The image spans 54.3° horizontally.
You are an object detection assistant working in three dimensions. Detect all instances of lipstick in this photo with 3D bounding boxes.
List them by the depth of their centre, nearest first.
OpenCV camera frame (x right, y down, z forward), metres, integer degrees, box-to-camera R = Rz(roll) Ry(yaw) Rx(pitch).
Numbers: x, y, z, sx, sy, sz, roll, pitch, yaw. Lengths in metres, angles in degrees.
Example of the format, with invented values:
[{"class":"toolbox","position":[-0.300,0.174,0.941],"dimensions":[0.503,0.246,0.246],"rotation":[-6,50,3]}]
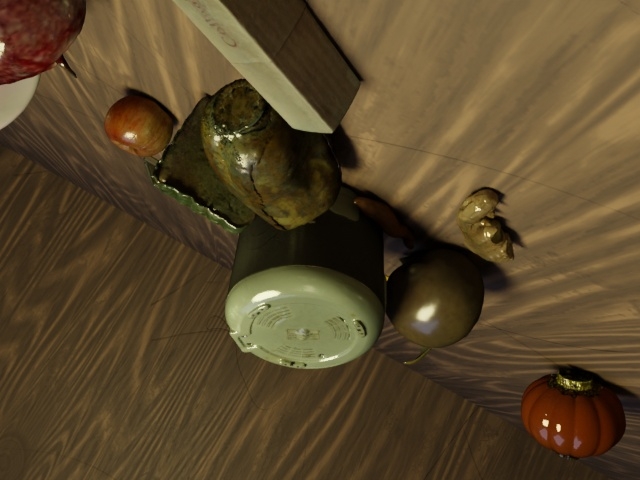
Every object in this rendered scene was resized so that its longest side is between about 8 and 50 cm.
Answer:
[{"class":"lipstick","position":[-0.090,-0.246,0.610],"dimensions":[0.076,0.079,0.371],"rotation":[15,161,43]}]

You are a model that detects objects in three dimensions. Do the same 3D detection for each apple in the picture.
[{"class":"apple","position":[-0.351,-0.221,1.200],"dimensions":[0.126,0.102,0.126],"rotation":[23,170,4]}]

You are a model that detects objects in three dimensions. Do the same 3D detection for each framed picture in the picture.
[{"class":"framed picture","position":[-0.394,-0.145,1.758],"dimensions":[0.211,0.020,0.289],"rotation":[30,167,-5]}]

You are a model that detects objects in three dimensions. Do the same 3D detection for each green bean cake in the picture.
[{"class":"green bean cake","position":[-0.162,-0.119,1.035],"dimensions":[0.181,0.173,0.094],"rotation":[29,169,-5]}]

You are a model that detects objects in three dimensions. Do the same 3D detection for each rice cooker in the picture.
[{"class":"rice cooker","position":[-0.021,0.060,1.107],"dimensions":[0.289,0.276,0.288],"rotation":[2,137,2]}]

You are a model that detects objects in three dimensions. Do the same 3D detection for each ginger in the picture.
[{"class":"ginger","position":[0.229,-0.017,0.883],"dimensions":[0.070,0.051,0.173],"rotation":[16,164,33]}]

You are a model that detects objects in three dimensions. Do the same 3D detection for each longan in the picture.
[{"class":"longan","position":[0.203,0.102,1.103],"dimensions":[0.189,0.189,0.189],"rotation":[27,167,7]}]

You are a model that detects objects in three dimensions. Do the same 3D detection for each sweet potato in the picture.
[{"class":"sweet potato","position":[0.120,-0.029,1.081],"dimensions":[0.179,0.044,0.044],"rotation":[34,167,-37]}]

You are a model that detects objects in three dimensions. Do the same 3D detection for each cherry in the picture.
[{"class":"cherry","position":[-0.430,-0.319,0.790],"dimensions":[0.300,0.203,0.230],"rotation":[51,160,-25]}]

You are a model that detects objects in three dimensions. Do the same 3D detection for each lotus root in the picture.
[{"class":"lotus root","position":[-0.067,-0.122,0.872],"dimensions":[0.152,0.160,0.275],"rotation":[49,175,26]}]

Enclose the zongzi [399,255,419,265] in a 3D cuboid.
[{"class":"zongzi","position":[0.214,0.063,1.236],"dimensions":[0.104,0.052,0.113],"rotation":[25,-179,-8]}]

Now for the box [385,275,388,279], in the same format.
[{"class":"box","position":[0.093,0.105,1.645],"dimensions":[0.152,0.043,0.269],"rotation":[28,166,4]}]

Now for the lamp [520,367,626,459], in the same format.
[{"class":"lamp","position":[0.567,0.392,1.407],"dimensions":[0.223,0.196,0.223],"rotation":[-1,-167,0]}]

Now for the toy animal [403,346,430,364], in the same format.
[{"class":"toy animal","position":[0.283,0.232,1.641],"dimensions":[0.095,0.219,0.155],"rotation":[42,133,17]}]

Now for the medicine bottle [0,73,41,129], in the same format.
[{"class":"medicine bottle","position":[-0.676,-0.347,1.060],"dimensions":[0.325,0.256,0.256],"rotation":[33,168,16]}]
